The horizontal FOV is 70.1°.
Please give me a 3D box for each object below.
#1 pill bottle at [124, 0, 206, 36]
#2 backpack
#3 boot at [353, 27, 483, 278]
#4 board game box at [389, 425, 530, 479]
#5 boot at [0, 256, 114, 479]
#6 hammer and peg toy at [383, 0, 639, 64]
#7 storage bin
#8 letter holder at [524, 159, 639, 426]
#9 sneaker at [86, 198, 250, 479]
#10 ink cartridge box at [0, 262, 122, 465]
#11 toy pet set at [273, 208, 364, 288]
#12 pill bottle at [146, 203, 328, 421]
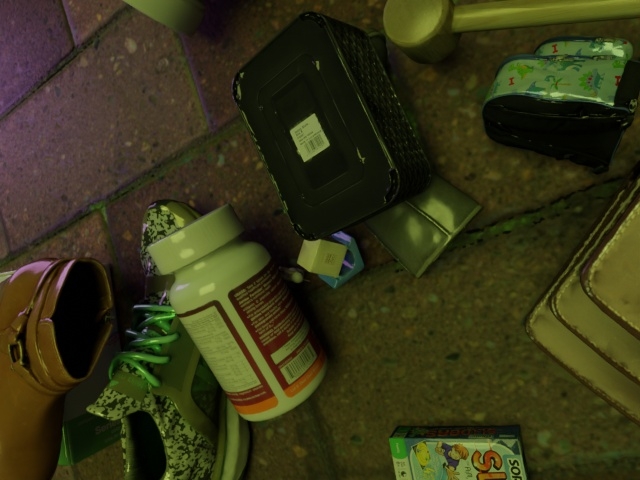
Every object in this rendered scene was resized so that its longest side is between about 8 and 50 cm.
[{"bbox_3d":[-0.130,-0.418,0.505,0.188,0.188,0.334,41,109,18],"label":"pill bottle"},{"bbox_3d":[0.209,-0.123,0.405,0.114,0.105,0.084,15,76,25],"label":"backpack"},{"bbox_3d":[0.079,-0.090,0.482,0.208,0.076,0.189,43,123,25],"label":"boot"},{"bbox_3d":[0.159,0.302,0.483,0.136,0.035,0.201,-13,87,26],"label":"board game box"},{"bbox_3d":[-0.308,0.159,0.525,0.220,0.109,0.283,-12,73,37],"label":"boot"},{"bbox_3d":[0.207,-0.314,0.383,0.266,0.127,0.361,21,101,21],"label":"hammer and peg toy"},{"bbox_3d":[0.010,-0.104,0.439,0.122,0.084,0.180,-27,86,35],"label":"storage bin"},{"bbox_3d":[0.330,0.096,0.330,0.302,0.152,0.214,34,108,20],"label":"letter holder"},{"bbox_3d":[-0.191,0.150,0.563,0.158,0.182,0.410,-7,89,26],"label":"sneaker"},{"bbox_3d":[-0.423,0.183,0.712,0.201,0.117,0.278,-9,88,25],"label":"ink cartridge box"},{"bbox_3d":[0.000,0.000,0.546,0.114,0.065,0.122,31,105,58],"label":"toy pet set"},{"bbox_3d":[-0.091,0.078,0.513,0.121,0.121,0.221,-23,101,25],"label":"pill bottle"}]
